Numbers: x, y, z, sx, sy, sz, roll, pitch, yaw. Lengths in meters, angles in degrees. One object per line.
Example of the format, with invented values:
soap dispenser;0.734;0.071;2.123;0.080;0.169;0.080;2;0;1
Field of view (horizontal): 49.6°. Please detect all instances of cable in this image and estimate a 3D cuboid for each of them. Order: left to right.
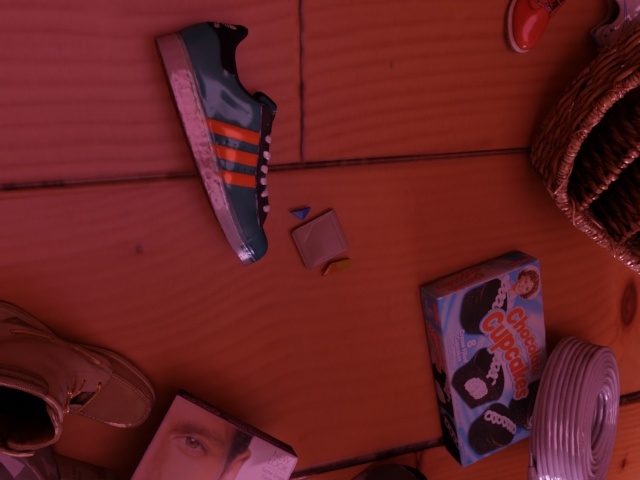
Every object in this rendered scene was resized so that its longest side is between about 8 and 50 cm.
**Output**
cable;0.425;0.291;1.146;0.257;0.089;0.257;-16;107;-51

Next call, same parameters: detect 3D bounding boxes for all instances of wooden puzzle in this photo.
wooden puzzle;0.000;0.000;0.985;0.078;0.014;0.116;-24;114;-18

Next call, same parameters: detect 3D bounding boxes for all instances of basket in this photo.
basket;0.461;-0.133;0.954;0.213;0.223;0.299;22;125;-27

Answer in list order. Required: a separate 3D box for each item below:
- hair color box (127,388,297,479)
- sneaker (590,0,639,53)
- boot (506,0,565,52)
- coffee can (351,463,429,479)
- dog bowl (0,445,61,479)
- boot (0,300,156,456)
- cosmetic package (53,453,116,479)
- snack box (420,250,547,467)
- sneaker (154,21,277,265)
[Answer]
hair color box;-0.190;0.391;0.909;0.185;0.110;0.339;28;78;-3
sneaker;0.443;-0.288;1.045;0.082;0.071;0.191;0;105;-8
boot;0.314;-0.337;0.960;0.059;0.084;0.158;12;104;-26
coffee can;0.152;0.526;1.112;0.201;0.201;0.275;-37;117;-7
dog bowl;-0.474;0.320;0.815;0.348;0.102;0.349;-2;108;-6
boot;-0.303;0.187;0.817;0.262;0.203;0.095;39;91;-26
cosmetic package;-0.336;0.327;0.933;0.115;0.060;0.041;28;94;-28
snack box;0.277;0.194;1.132;0.187;0.060;0.322;-19;113;-16
sneaker;-0.099;-0.116;0.854;0.121;0.108;0.302;-20;112;-10
